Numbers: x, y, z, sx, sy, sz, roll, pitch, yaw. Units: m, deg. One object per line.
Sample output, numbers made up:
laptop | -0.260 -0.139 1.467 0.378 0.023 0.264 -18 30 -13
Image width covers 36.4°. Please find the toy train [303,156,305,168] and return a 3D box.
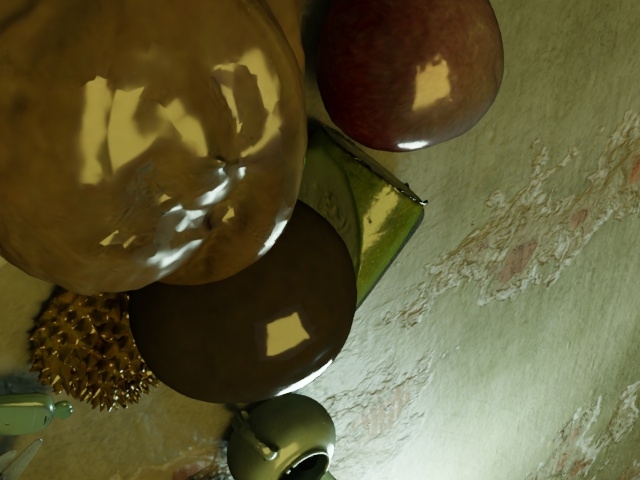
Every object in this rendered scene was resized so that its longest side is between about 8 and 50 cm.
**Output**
toy train | -0.082 -0.066 1.225 0.149 0.081 0.099 -40 146 23

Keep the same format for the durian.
durian | -0.251 0.127 1.232 0.250 0.138 0.183 -44 153 10

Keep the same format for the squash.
squash | 0.000 0.000 1.290 0.260 0.189 0.189 -52 143 12

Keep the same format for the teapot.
teapot | -0.059 0.353 1.631 0.193 0.129 0.294 -46 144 1

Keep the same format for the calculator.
calculator | -0.393 0.222 1.238 0.153 0.021 0.095 2 144 -22

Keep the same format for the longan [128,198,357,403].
longan | -0.086 0.060 1.109 0.258 0.258 0.258 -25 140 -23

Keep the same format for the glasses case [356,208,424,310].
glasses case | 0.022 0.051 1.456 0.131 0.074 0.323 19 112 -52

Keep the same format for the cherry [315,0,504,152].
cherry | 0.111 -0.228 1.151 0.239 0.206 0.239 -18 143 -14

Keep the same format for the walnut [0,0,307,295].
walnut | -0.174 -0.132 0.885 0.384 0.383 0.383 -25 140 -23

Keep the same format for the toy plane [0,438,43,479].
toy plane | -0.457 0.376 1.309 0.212 0.088 0.267 -21 139 -22
